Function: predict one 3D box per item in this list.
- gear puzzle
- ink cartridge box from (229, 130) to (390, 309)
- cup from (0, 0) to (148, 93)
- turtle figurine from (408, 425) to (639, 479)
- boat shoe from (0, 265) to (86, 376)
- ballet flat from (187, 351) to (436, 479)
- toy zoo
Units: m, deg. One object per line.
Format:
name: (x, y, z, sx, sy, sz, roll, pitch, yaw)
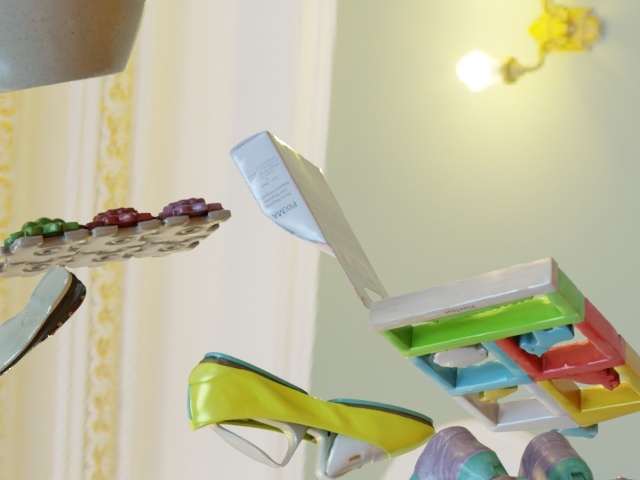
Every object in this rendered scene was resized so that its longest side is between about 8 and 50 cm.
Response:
gear puzzle: (-0.279, -0.003, 1.320, 0.339, 0.175, 0.044, -9, -100, -24)
ink cartridge box: (0.000, 0.000, 1.357, 0.232, 0.066, 0.189, 65, -168, 18)
cup: (-0.317, -0.286, 1.303, 0.331, 0.331, 0.237, -19, -77, -47)
turtle figurine: (0.150, 0.175, 0.615, 0.175, 0.234, 0.118, 29, -83, -32)
boat shoe: (-0.286, 0.087, 1.195, 0.133, 0.049, 0.042, -50, -39, -8)
ballet flat: (-0.010, 0.165, 1.034, 0.231, 0.077, 0.077, 19, -115, -18)
toy zoo: (0.205, 0.122, 1.175, 0.293, 0.192, 0.030, 41, -135, -40)
